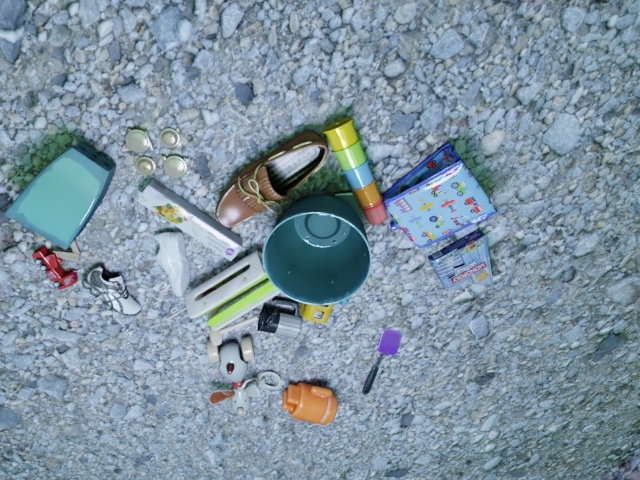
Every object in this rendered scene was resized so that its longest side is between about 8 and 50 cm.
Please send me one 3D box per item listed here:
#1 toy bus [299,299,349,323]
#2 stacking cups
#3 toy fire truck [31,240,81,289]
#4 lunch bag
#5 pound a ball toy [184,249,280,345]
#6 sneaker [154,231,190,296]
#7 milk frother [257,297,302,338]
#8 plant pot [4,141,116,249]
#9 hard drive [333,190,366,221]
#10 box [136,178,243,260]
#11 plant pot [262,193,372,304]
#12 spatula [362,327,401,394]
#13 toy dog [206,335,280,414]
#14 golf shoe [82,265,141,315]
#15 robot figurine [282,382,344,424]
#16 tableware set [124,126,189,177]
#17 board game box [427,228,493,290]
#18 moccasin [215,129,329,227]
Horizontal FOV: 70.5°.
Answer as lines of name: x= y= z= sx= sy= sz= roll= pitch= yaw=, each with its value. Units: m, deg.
toy bus: x=0.009 y=0.169 z=1.468 sx=0.191 sy=0.104 sz=0.202 roll=-28 pitch=116 yaw=0
stacking cups: x=0.104 y=-0.190 z=1.313 sx=0.096 sy=0.096 sz=0.316 roll=-22 pitch=113 yaw=3
toy fire truck: x=-0.767 y=0.046 z=1.346 sx=0.135 sy=0.047 sz=0.191 roll=-22 pitch=117 yaw=2
lunch bag: x=0.341 y=-0.109 z=1.385 sx=0.293 sy=0.138 sz=0.221 roll=-35 pitch=118 yaw=19
pound a ball toy: x=-0.277 y=0.180 z=1.449 sx=0.319 sy=0.135 sz=0.208 roll=-32 pitch=141 yaw=8
sneaker: x=-0.461 y=0.072 z=1.393 sx=0.094 sy=0.080 sz=0.212 roll=1 pitch=109 yaw=5
milk frother: x=-0.126 y=0.268 z=1.486 sx=0.135 sy=0.143 sz=0.129 roll=15 pitch=109 yaw=-14
plant pot: x=-0.669 y=-0.135 z=1.212 sx=0.166 sy=0.165 sz=0.234 roll=37 pitch=99 yaw=-22
hard drive: x=0.110 y=-0.110 z=1.401 sx=0.135 sy=0.022 sz=0.094 roll=-6 pitch=116 yaw=-4
box: x=-0.378 y=-0.058 z=1.338 sx=0.324 sy=0.067 sz=0.063 roll=36 pitch=107 yaw=-22
plant pot: x=0.000 y=0.000 z=1.306 sx=0.293 sy=0.235 sz=0.292 roll=2 pitch=119 yaw=4
spatula: x=0.218 y=0.457 z=1.683 sx=0.084 sy=0.030 sz=0.296 roll=14 pitch=113 yaw=-16
toy dog: x=-0.286 y=0.482 z=1.556 sx=0.220 sy=0.161 sz=0.333 roll=-25 pitch=116 yaw=5
golf shoe: x=-0.629 y=0.157 z=1.402 sx=0.094 sy=0.077 sz=0.198 roll=-43 pitch=114 yaw=13
robot figurine: x=-0.031 y=0.602 z=1.668 sx=0.220 sy=0.128 sz=0.157 roll=22 pitch=83 yaw=-16
tableware set: x=-0.455 y=-0.243 z=1.264 sx=0.169 sy=0.020 sz=0.140 roll=-2 pitch=118 yaw=-8
board game box: x=0.493 y=0.091 z=1.528 sx=0.194 sy=0.060 sz=0.194 roll=-31 pitch=115 yaw=8
moccasin: x=-0.137 y=-0.159 z=1.275 sx=0.380 sy=0.147 sz=0.139 roll=-30 pitch=116 yaw=7
